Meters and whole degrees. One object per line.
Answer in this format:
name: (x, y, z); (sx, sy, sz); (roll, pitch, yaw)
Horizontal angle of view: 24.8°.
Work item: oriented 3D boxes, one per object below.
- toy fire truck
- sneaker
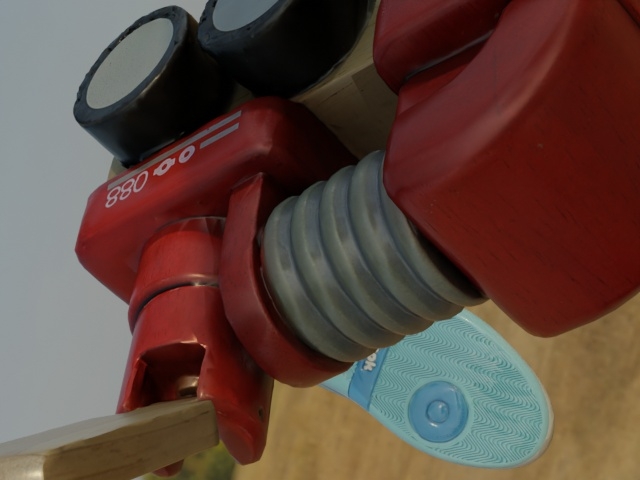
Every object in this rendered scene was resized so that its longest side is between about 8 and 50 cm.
toy fire truck: (0.000, 0.000, 0.436); (0.217, 0.158, 0.246); (-26, 38, 30)
sneaker: (0.083, 0.110, 1.314); (0.127, 0.319, 0.208); (-62, -24, -1)
